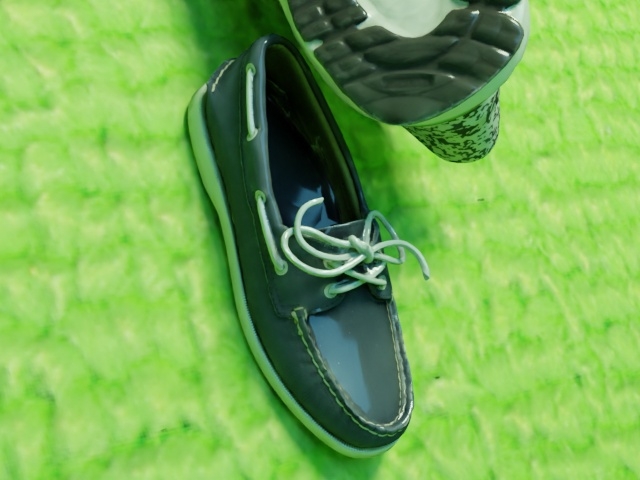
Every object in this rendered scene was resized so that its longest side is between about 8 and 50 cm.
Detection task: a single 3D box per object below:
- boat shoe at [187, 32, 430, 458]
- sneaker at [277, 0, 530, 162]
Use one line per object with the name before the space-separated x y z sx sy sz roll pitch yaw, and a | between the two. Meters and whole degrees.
boat shoe | 0.000 0.000 0.701 0.095 0.079 0.255 -5 70 -38
sneaker | 0.010 -0.206 0.808 0.182 0.158 0.410 60 6 -61
